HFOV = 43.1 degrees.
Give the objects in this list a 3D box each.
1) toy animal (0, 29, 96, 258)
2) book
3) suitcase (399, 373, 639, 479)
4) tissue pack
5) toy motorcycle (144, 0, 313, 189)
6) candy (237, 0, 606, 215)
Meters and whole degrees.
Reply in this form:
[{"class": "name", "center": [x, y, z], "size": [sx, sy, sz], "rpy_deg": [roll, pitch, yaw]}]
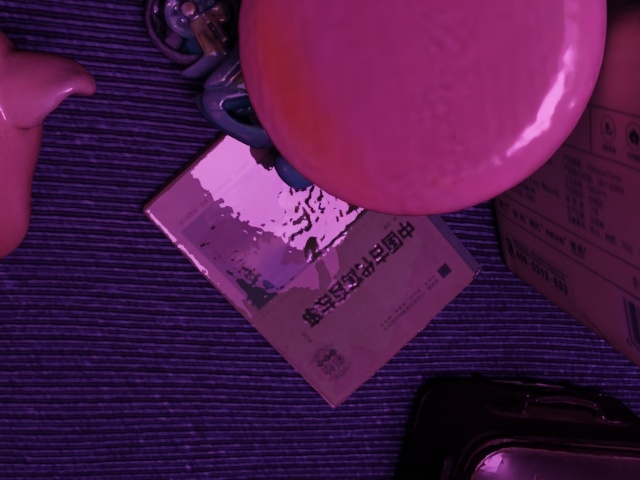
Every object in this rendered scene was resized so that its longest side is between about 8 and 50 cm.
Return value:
[{"class": "toy animal", "center": [-0.322, -0.076, 0.530], "size": [0.237, 0.326, 0.269], "rpy_deg": [34, 80, 10]}, {"class": "book", "center": [0.000, 0.000, 0.777], "size": [0.215, 0.025, 0.282], "rpy_deg": [-43, 110, 1]}, {"class": "suitcase", "center": [0.198, 0.357, 0.851], "size": [0.283, 0.194, 0.433], "rpy_deg": [8, 104, -16]}, {"class": "tissue pack", "center": [0.291, -0.061, 0.636], "size": [0.207, 0.380, 0.297], "rpy_deg": [-14, 112, -8]}, {"class": "toy motorcycle", "center": [0.008, -0.146, 0.667], "size": [0.297, 0.109, 0.198], "rpy_deg": [-8, 93, 3]}, {"class": "candy", "center": [0.068, -0.146, 0.547], "size": [0.255, 0.094, 0.255], "rpy_deg": [3, 99, 18]}]
